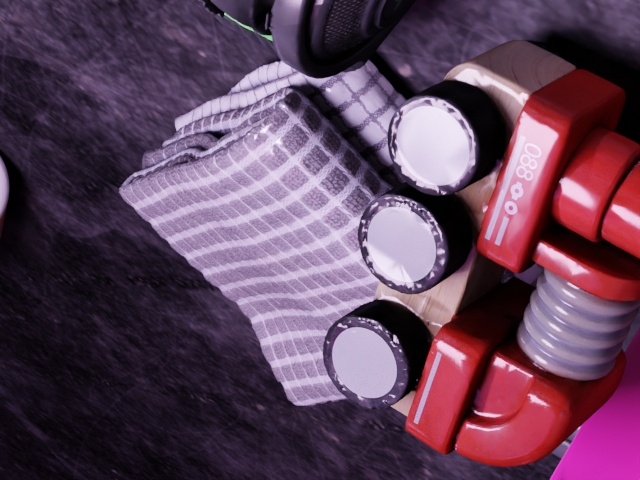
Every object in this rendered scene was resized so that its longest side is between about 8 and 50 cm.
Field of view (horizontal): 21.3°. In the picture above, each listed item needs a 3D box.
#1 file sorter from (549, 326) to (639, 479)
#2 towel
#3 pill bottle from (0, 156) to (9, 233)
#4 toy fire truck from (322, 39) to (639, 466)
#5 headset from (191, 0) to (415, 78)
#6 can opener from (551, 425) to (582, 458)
[{"bbox_3d":[0.304,0.190,1.006,0.291,0.202,0.182,22,156,30],"label":"file sorter"},{"bbox_3d":[0.000,0.000,1.167,0.235,0.121,0.284,44,156,-14],"label":"towel"},{"bbox_3d":[-0.366,-0.020,1.637,0.121,0.121,0.216,37,157,0],"label":"pill bottle"},{"bbox_3d":[0.159,0.029,0.926,0.246,0.158,0.217,30,122,22],"label":"toy fire truck"},{"bbox_3d":[-0.060,-0.172,0.847,0.243,0.185,0.394,39,168,-7],"label":"headset"},{"bbox_3d":[0.264,0.198,1.200,0.283,0.095,0.076,28,155,18],"label":"can opener"}]
